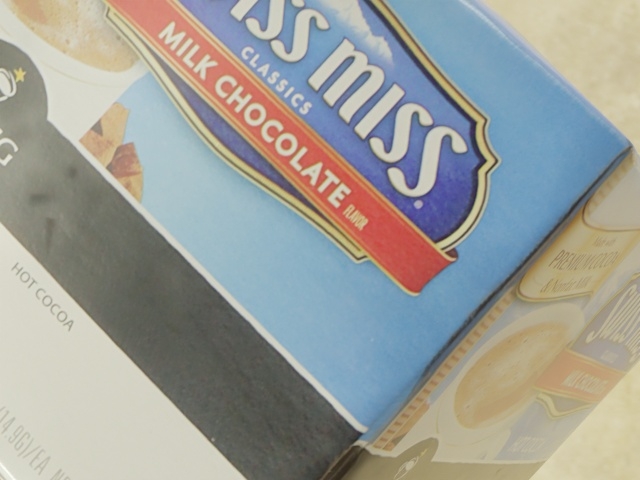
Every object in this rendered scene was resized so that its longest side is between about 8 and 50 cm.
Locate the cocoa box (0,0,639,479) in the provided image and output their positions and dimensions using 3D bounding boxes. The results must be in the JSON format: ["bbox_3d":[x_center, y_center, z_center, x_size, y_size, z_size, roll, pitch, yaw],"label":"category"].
[{"bbox_3d":[0.000,0.000,0.722,0.231,0.347,0.228,45,97,18],"label":"cocoa box"}]
